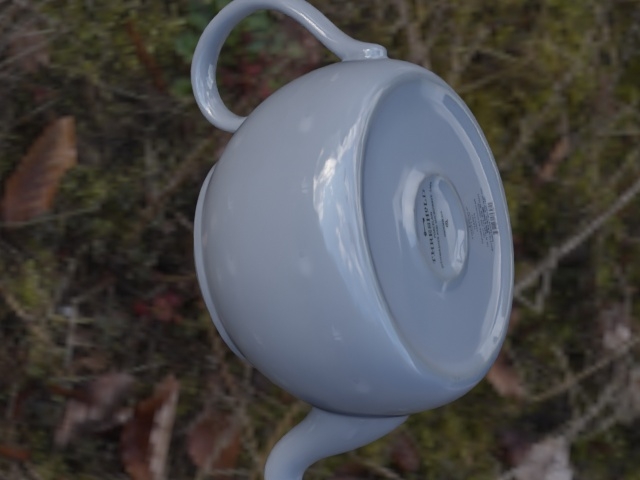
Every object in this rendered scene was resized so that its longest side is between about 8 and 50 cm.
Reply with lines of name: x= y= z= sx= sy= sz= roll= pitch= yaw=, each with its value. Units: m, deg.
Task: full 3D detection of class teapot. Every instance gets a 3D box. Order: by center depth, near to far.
teapot: x=0.000 y=0.000 z=1.252 sx=0.252 sy=0.187 sz=0.256 roll=52 pitch=42 yaw=-37
